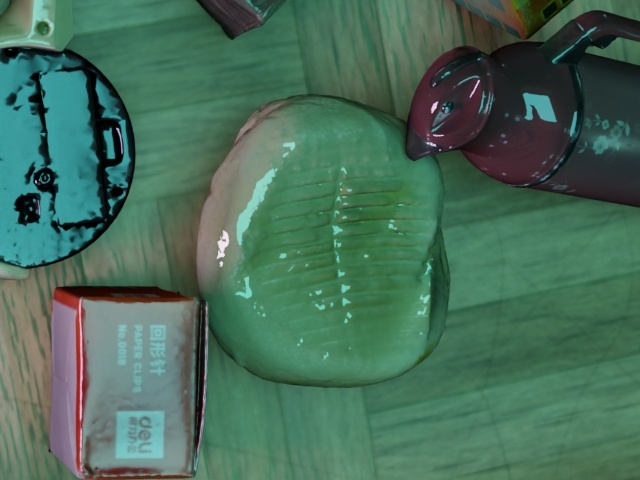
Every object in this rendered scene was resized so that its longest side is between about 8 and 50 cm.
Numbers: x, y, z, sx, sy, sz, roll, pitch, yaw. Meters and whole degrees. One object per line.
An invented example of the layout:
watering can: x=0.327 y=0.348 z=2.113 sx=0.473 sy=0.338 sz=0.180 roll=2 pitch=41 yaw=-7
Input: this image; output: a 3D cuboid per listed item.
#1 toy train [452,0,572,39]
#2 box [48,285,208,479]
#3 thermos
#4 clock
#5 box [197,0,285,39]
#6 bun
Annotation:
toy train: x=0.124 y=-0.219 z=1.473 sx=0.072 sy=0.188 sz=0.099 roll=-38 pitch=130 yaw=-11
box: x=-0.140 y=0.100 z=1.419 sx=0.099 sy=0.182 sz=0.133 roll=2 pitch=89 yaw=-13
thermos: x=0.214 y=-0.090 z=1.461 sx=0.330 sy=0.136 sz=0.109 roll=8 pitch=66 yaw=-36
clock: x=-0.276 y=-0.151 z=1.407 sx=0.276 sy=0.120 sz=0.379 roll=-12 pitch=96 yaw=-18
box: x=-0.027 y=-0.285 z=1.444 sx=0.149 sy=0.155 sz=0.231 roll=45 pitch=83 yaw=-9
bun: x=0.000 y=0.000 z=1.463 sx=0.229 sy=0.145 sz=0.229 roll=-6 pitch=103 yaw=-25
